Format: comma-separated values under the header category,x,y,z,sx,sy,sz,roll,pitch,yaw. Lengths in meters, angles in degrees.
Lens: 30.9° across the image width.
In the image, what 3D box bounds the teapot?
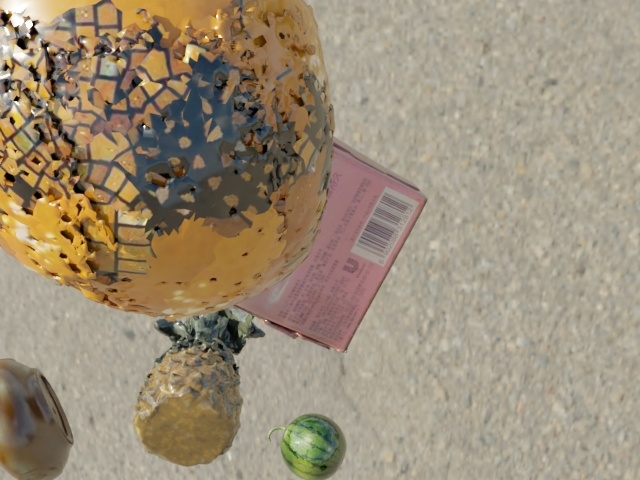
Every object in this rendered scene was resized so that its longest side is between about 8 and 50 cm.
category,x,y,z,sx,sy,sz,roll,pitch,yaw
teapot,-0.236,0.143,0.876,0.078,0.129,0.098,-24,75,-8

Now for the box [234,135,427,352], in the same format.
category,x,y,z,sx,sy,sz,roll,pitch,yaw
box,0.000,0.000,0.909,0.111,0.156,0.060,26,10,-20

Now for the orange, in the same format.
category,x,y,z,sx,sy,sz,roll,pitch,yaw
orange,-0.084,-0.072,0.545,0.182,0.234,0.234,-26,52,-3

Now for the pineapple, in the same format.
category,x,y,z,sx,sy,sz,roll,pitch,yaw
pineapple,-0.120,0.126,1.188,0.119,0.111,0.237,14,29,-6

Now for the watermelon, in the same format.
category,x,y,z,sx,sy,sz,roll,pitch,yaw
watermelon,-0.013,0.297,1.687,0.109,0.109,0.109,0,49,0
